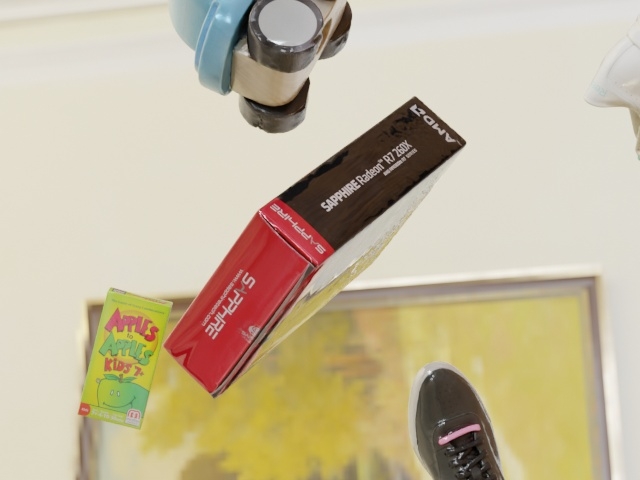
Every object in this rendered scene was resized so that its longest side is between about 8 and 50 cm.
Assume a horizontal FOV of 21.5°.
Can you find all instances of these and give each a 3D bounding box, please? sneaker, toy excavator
[{"bbox_3d":[0.285,-0.085,1.276,0.212,0.094,0.080,32,-161,-27],"label":"sneaker"},{"bbox_3d":[0.191,0.287,1.983,0.147,0.104,0.295,-160,54,-70],"label":"sneaker"},{"bbox_3d":[-0.147,-0.439,2.483,0.433,0.445,0.222,-62,-6,-26],"label":"toy excavator"}]

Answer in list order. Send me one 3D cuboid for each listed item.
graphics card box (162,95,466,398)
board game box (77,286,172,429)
[{"bbox_3d":[0.000,0.000,1.867,0.371,0.094,0.233,-37,-13,-51],"label":"graphics card box"},{"bbox_3d":[-0.275,0.166,2.376,0.043,0.092,0.181,-98,23,-83],"label":"board game box"}]
